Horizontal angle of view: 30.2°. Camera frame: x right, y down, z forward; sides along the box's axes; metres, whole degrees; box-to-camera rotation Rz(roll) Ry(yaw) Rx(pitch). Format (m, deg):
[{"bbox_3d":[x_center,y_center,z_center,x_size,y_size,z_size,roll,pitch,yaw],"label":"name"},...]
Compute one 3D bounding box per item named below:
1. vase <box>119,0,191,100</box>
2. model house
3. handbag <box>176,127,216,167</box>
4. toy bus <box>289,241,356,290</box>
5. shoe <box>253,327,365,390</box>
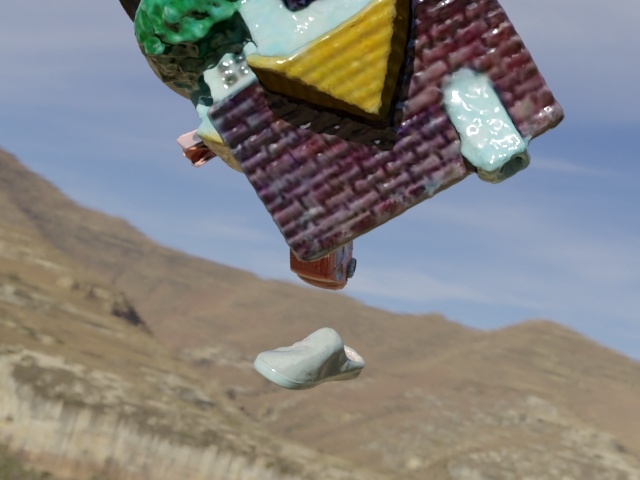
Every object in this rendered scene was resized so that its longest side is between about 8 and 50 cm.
[{"bbox_3d":[-0.125,-0.294,1.710,0.329,0.241,0.302,46,1,6],"label":"vase"},{"bbox_3d":[0.028,-0.123,0.997,0.281,0.248,0.230,-31,-30,9],"label":"model house"},{"bbox_3d":[-0.126,-0.189,1.923,0.059,0.212,0.157,60,-7,-13],"label":"handbag"},{"bbox_3d":[0.000,0.000,1.612,0.081,0.089,0.195,14,-47,14],"label":"toy bus"},{"bbox_3d":[-0.006,0.147,1.571,0.079,0.078,0.195,31,15,36],"label":"shoe"}]
